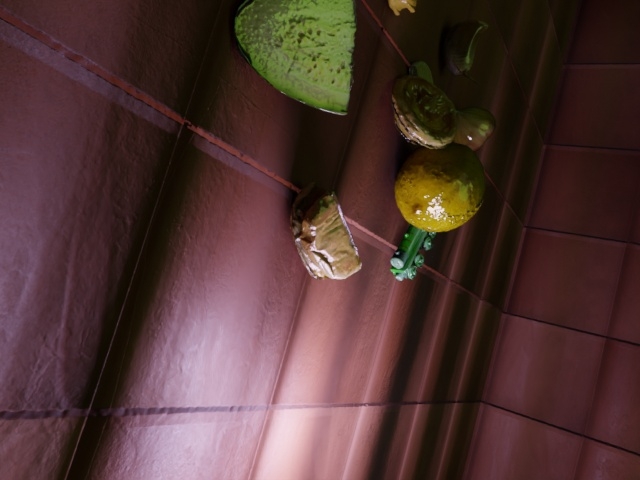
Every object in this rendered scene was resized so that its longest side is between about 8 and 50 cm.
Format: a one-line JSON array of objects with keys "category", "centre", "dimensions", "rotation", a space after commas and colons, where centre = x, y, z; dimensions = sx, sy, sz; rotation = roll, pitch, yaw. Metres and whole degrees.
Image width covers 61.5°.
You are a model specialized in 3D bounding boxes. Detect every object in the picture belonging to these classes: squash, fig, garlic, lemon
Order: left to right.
[{"category": "squash", "centre": [-0.044, -0.363, 1.016], "dimensions": [0.155, 0.204, 0.236], "rotation": [-47, 142, -73]}, {"category": "lemon", "centre": [0.353, -0.164, 1.578], "dimensions": [0.310, 0.258, 0.257], "rotation": [-59, 143, -39]}, {"category": "garlic", "centre": [0.454, -0.598, 1.711], "dimensions": [0.090, 0.129, 0.198], "rotation": [14, 85, -73]}, {"category": "fig", "centre": [0.509, -0.400, 1.841], "dimensions": [0.160, 0.143, 0.231], "rotation": [-47, 148, 9]}]

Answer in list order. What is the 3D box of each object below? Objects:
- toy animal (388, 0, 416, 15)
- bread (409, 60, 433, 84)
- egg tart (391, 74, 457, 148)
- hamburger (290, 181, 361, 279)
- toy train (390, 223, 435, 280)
[{"category": "toy animal", "centre": [0.223, -0.676, 1.399], "dimensions": [0.083, 0.070, 0.159], "rotation": [37, 64, -52]}, {"category": "bread", "centre": [0.309, -0.459, 1.624], "dimensions": [0.112, 0.036, 0.193], "rotation": [-55, 137, -39]}, {"category": "egg tart", "centre": [0.281, -0.351, 1.509], "dimensions": [0.241, 0.106, 0.241], "rotation": [15, 58, -26]}, {"category": "hamburger", "centre": [0.000, 0.000, 1.238], "dimensions": [0.131, 0.124, 0.262], "rotation": [-39, 129, -20]}, {"category": "toy train", "centre": [0.291, 0.010, 1.706], "dimensions": [0.251, 0.085, 0.119], "rotation": [-58, 136, -32]}]
